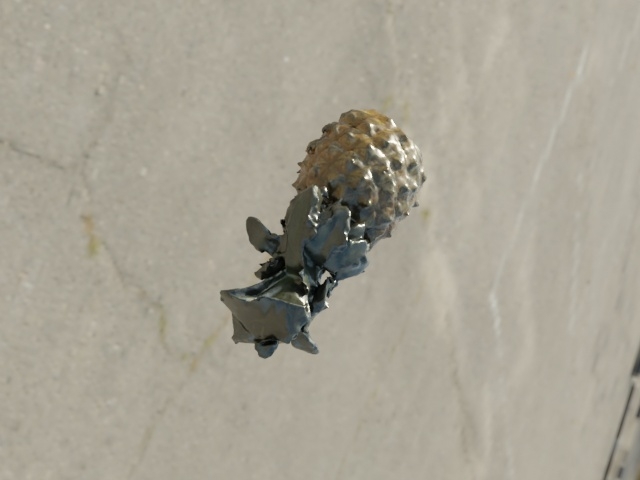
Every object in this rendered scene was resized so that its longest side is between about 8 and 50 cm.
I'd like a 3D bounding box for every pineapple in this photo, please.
[{"bbox_3d":[0.000,0.000,1.088,0.119,0.111,0.237,52,51,-21],"label":"pineapple"}]
